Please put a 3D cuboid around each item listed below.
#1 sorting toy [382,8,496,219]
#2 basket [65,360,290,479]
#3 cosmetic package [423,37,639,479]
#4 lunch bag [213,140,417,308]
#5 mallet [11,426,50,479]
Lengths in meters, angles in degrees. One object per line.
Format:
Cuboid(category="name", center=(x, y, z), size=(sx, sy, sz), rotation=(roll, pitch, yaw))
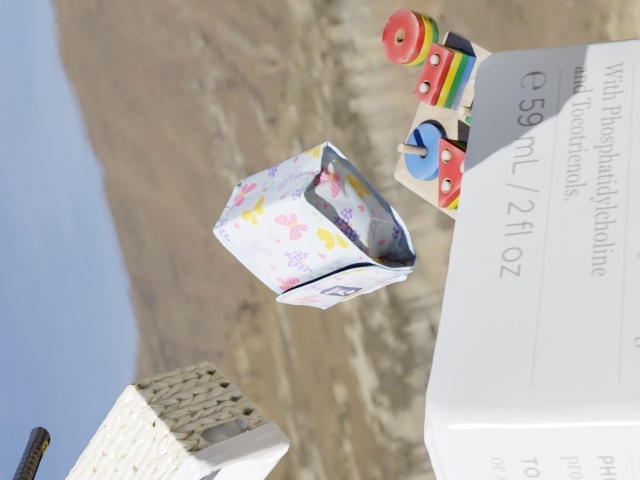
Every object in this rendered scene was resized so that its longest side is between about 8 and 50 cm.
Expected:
Cuboid(category="sorting toy", center=(0.114, -0.082, 1.382), size=(0.274, 0.046, 0.132), rotation=(37, 113, 46))
Cuboid(category="basket", center=(-0.125, 0.189, 1.428), size=(0.103, 0.113, 0.167), rotation=(50, 124, 21))
Cuboid(category="cosmetic package", center=(0.302, 0.086, 1.092), size=(0.329, 0.393, 0.327), rotation=(-78, -23, -44))
Cuboid(category="lunch bag", center=(0.000, 0.000, 0.904), size=(0.083, 0.071, 0.053), rotation=(45, -133, -26))
Cuboid(category="mallet", center=(-0.199, 0.170, 1.121), size=(0.190, 0.039, 0.062), rotation=(-82, -3, -56))
